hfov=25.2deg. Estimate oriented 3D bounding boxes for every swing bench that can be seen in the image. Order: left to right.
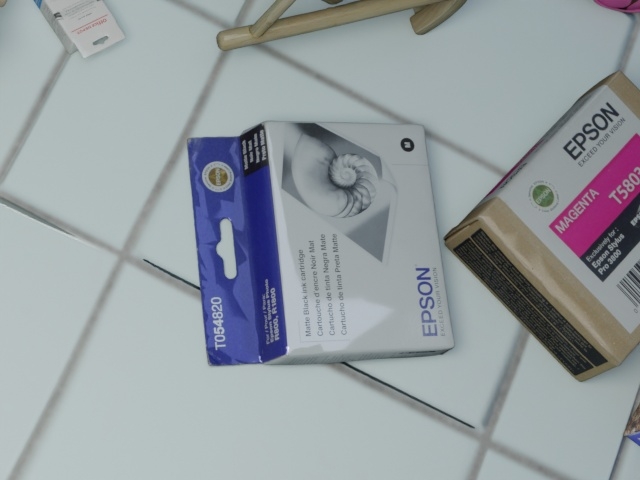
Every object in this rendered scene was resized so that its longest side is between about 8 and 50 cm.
[{"bbox_3d":[0.010,-0.330,1.320,0.255,0.165,0.253,-11,76,-34],"label":"swing bench"}]

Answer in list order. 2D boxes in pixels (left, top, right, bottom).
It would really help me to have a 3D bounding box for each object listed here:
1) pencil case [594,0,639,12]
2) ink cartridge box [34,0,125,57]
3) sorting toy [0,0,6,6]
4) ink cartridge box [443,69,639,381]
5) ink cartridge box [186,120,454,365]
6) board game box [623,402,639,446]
[{"bbox_3d":[0.317,-0.348,1.492,0.098,0.095,0.209,4,69,0],"label":"pencil case"},{"bbox_3d":[-0.220,-0.203,1.303,0.048,0.028,0.083,-31,84,-24],"label":"ink cartridge box"},{"bbox_3d":[-0.316,-0.276,1.222,0.132,0.046,0.274,21,46,-25],"label":"sorting toy"},{"bbox_3d":[0.267,-0.015,1.368,0.193,0.088,0.235,46,66,-1],"label":"ink cartridge box"},{"bbox_3d":[0.000,0.000,1.299,0.224,0.045,0.223,-2,74,-18],"label":"ink cartridge box"},{"bbox_3d":[0.469,0.183,1.290,0.291,0.232,0.141,37,65,-4],"label":"board game box"}]
